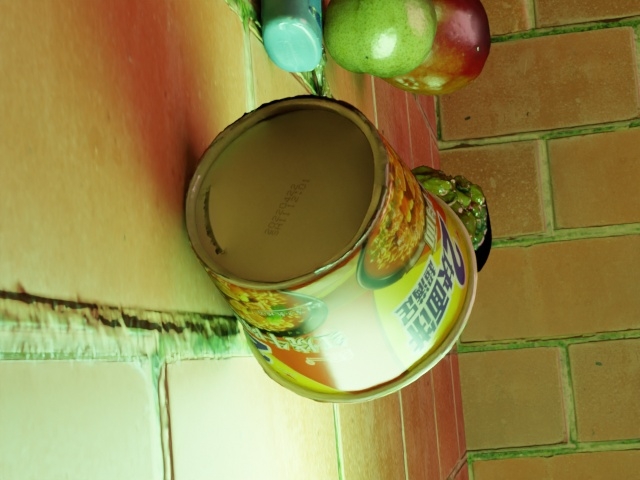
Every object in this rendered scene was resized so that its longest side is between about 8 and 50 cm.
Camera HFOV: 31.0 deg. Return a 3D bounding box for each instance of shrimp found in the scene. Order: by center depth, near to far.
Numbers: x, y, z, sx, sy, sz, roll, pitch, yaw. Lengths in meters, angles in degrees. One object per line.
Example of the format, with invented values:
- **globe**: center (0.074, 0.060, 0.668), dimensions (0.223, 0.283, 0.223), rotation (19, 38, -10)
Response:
- **shrimp**: center (0.003, -0.168, 1.420), dimensions (0.195, 0.035, 0.147), rotation (-88, 172, -71)

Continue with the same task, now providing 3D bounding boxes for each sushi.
- **sushi**: center (0.211, -0.034, 2.142), dimensions (0.204, 0.213, 0.200), rotation (94, -26, -58)

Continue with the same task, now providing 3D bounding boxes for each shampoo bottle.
- **shampoo bottle**: center (-0.032, -0.316, 1.245), dimensions (0.104, 0.061, 0.258), rotation (65, 22, -65)

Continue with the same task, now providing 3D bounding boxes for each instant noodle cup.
- **instant noodle cup**: center (0.000, 0.000, 0.902), dimensions (0.174, 0.213, 0.213), rotation (53, 32, -55)

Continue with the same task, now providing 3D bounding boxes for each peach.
- **peach**: center (0.159, -0.346, 1.910), dimensions (0.243, 0.243, 0.199), rotation (42, 62, -75)

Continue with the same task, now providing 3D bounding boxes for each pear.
- **pear**: center (0.084, -0.294, 1.604), dimensions (0.167, 0.167, 0.136), rotation (-57, 152, -74)
